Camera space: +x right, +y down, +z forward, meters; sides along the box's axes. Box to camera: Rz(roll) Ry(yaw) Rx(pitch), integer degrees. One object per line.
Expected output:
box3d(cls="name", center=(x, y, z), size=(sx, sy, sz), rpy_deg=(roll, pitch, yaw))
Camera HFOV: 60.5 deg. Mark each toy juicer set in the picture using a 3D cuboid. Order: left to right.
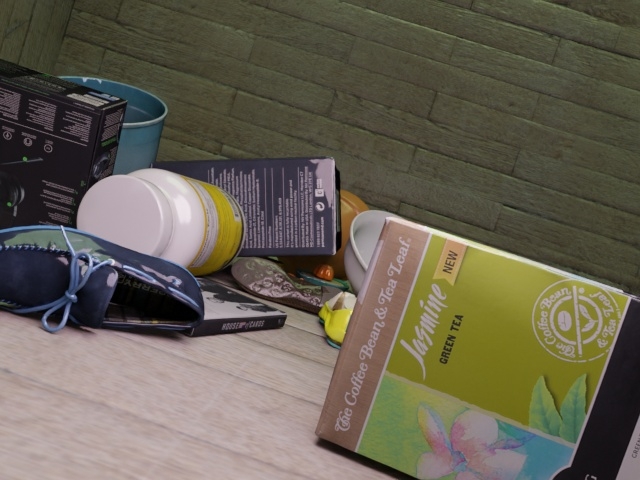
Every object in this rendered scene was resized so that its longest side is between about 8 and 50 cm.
box3d(cls="toy juicer set", center=(0.018, 0.106, 1.276), size=(0.329, 0.090, 0.209), rpy_deg=(17, 2, -26))

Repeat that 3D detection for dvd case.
box3d(cls="dvd case", center=(-0.182, 0.093, 0.828), size=(0.179, 0.030, 0.238), rpy_deg=(19, 4, 26))

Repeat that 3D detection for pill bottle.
box3d(cls="pill bottle", center=(-0.268, -0.025, 0.973), size=(0.187, 0.188, 0.334), rpy_deg=(19, 2, 11))

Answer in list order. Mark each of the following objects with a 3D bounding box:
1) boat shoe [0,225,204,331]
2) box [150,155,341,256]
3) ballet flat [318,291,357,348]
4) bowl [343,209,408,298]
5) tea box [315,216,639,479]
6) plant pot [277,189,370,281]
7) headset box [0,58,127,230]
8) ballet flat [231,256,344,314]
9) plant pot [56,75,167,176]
box3d(cls="boat shoe", center=(-0.240, 0.044, 0.597), size=(0.258, 0.109, 0.089), rpy_deg=(7, 23, -35))
box3d(cls="box", center=(-0.152, -0.072, 1.285), size=(0.395, 0.212, 0.293), rpy_deg=(-2, 2, 4))
box3d(cls="ballet flat", center=(0.042, 0.133, 0.985), size=(0.077, 0.077, 0.231), rpy_deg=(17, 2, -3))
box3d(cls="bowl", center=(0.162, 0.082, 1.235), size=(0.297, 0.134, 0.298), rpy_deg=(23, 37, -19))
box3d(cls="tea box", center=(0.200, 0.128, 0.611), size=(0.323, 0.220, 0.329), rpy_deg=(18, 3, 10))
box3d(cls="plant pot", center=(0.000, 0.000, 1.633), size=(0.290, 0.291, 0.203), rpy_deg=(19, 19, 26))
box3d(cls="headset box", center=(-0.501, -0.141, 0.960), size=(0.246, 0.283, 0.131), rpy_deg=(17, 19, -6))
box3d(cls="ballet flat", center=(-0.065, 0.102, 1.131), size=(0.249, 0.084, 0.058), rpy_deg=(17, -30, -3))
box3d(cls="plant pot", center=(-0.482, -0.184, 1.180), size=(0.271, 0.255, 0.272), rpy_deg=(13, 29, -7))
